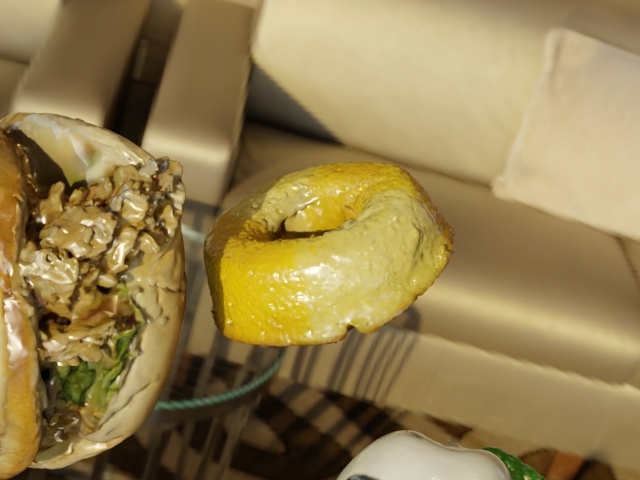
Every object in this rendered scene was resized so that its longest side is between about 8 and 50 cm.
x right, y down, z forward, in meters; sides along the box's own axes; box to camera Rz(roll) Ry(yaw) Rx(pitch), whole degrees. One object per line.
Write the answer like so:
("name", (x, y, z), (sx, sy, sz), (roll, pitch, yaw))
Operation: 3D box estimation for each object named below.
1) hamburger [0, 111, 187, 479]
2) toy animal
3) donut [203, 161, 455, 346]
("hamburger", (-0.196, 0.028, 0.844), (0.146, 0.286, 0.243), (-6, 58, -39))
("toy animal", (0.132, 0.287, 1.144), (0.267, 0.212, 0.212), (49, 34, 12))
("donut", (0.000, 0.000, 0.871), (0.178, 0.065, 0.162), (-12, 32, 19))
